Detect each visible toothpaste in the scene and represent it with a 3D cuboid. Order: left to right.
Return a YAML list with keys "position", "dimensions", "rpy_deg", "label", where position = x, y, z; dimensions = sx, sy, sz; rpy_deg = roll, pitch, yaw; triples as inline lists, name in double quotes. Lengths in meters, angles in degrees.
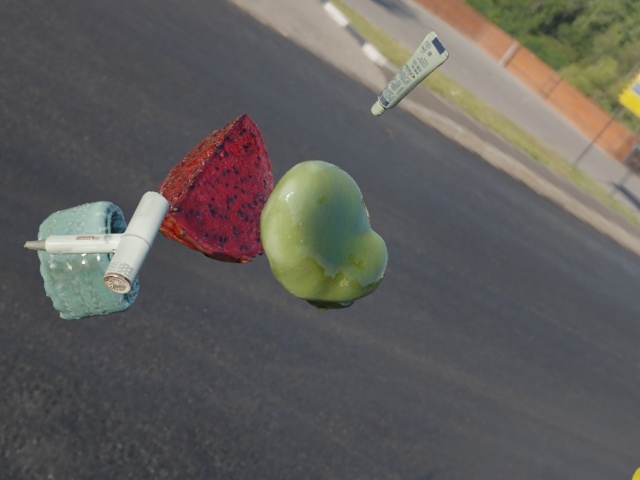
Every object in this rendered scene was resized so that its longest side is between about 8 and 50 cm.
- position: [0.165, -0.307, 1.819]
  dimensions: [0.037, 0.216, 0.062]
  rpy_deg: [-22, 74, -44]
  label: "toothpaste"

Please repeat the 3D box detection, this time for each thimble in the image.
- position: [-0.443, 0.035, 1.834]
  dimensions: [0.198, 0.143, 0.235]
  rpy_deg: [72, 8, -60]
  label: "thimble"

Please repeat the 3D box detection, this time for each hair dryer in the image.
- position: [-0.318, -0.009, 1.319]
  dimensions: [0.183, 0.044, 0.155]
  rpy_deg: [9, 49, 12]
  label: "hair dryer"

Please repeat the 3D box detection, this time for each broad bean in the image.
- position: [0.000, 0.000, 1.197]
  dimensions: [0.100, 0.169, 0.228]
  rpy_deg: [10, -45, 40]
  label: "broad bean"

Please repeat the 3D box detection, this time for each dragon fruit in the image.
- position: [-0.194, -0.054, 1.761]
  dimensions: [0.205, 0.152, 0.317]
  rpy_deg: [53, 42, -23]
  label: "dragon fruit"

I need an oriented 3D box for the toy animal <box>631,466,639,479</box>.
- position: [0.452, 0.319, 1.129]
  dimensions: [0.156, 0.156, 0.230]
  rpy_deg: [36, -18, -5]
  label: "toy animal"
